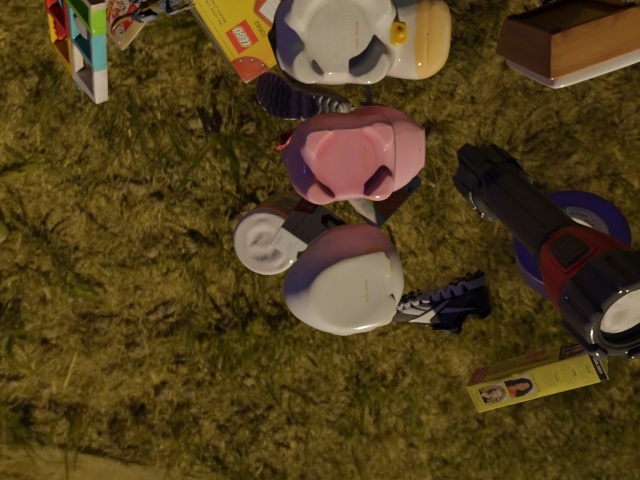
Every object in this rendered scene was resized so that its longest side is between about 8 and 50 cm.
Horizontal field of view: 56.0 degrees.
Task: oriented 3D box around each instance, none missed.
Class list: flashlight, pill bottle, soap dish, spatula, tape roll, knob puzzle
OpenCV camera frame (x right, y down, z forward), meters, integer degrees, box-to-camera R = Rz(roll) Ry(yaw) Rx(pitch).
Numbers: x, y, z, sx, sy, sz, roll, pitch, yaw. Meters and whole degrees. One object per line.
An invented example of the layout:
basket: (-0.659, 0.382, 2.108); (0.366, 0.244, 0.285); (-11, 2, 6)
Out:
flashlight: (0.244, -0.005, 0.647); (0.103, 0.304, 0.103); (-1, 120, -13)
pill bottle: (-0.106, -0.037, 1.650); (0.177, 0.318, 0.176); (4, 107, 12)
soap dish: (0.537, -0.442, 1.303); (0.229, 0.290, 0.118); (-19, 118, 2)
spatula: (0.117, -0.408, 1.596); (0.084, 0.296, 0.030); (-1, 138, -27)
tape roll: (0.442, 0.011, 1.066); (0.189, 0.188, 0.080); (-29, 150, 6)
knob puzzle: (-0.488, -0.588, 1.444); (0.213, 0.030, 0.213); (11, 119, 20)

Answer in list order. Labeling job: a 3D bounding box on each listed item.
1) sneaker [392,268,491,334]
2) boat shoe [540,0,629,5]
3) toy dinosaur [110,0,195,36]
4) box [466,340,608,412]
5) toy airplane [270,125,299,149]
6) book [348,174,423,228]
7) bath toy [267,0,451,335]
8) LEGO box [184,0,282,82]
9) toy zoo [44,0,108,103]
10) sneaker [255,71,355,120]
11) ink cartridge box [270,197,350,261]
sneaker: (0.224, 0.140, 1.164); (0.234, 0.078, 0.106); (-23, 89, 31)
boat shoe: (0.597, -0.636, 1.506); (0.340, 0.127, 0.113); (27, 94, 14)
toy dinosaur: (-0.191, -0.276, 0.691); (0.090, 0.082, 0.047); (-13, 109, 24)
box: (0.382, 0.237, 1.068); (0.232, 0.087, 0.058); (-25, 90, 28)
toy airplane: (-0.067, -0.256, 1.460); (0.151, 0.151, 0.028); (-28, 95, 5)
book: (0.129, -0.106, 1.218); (0.144, 0.035, 0.096); (-45, 97, -18)
bath toy: (0.029, -0.094, 0.511); (0.152, 0.129, 0.347); (-2, 106, -12)
LEGO box: (-0.260, -0.645, 1.359); (0.193, 0.372, 0.500); (-35, 119, 0)
toy zoo: (-0.482, -0.406, 1.186); (0.030, 0.192, 0.293); (-31, 164, -31)
sneaker: (-0.043, -0.356, 1.543); (0.281, 0.115, 0.105); (28, 119, 23)
ink cartridge box: (0.000, 0.000, 1.324); (0.175, 0.127, 0.072); (34, 138, -2)
